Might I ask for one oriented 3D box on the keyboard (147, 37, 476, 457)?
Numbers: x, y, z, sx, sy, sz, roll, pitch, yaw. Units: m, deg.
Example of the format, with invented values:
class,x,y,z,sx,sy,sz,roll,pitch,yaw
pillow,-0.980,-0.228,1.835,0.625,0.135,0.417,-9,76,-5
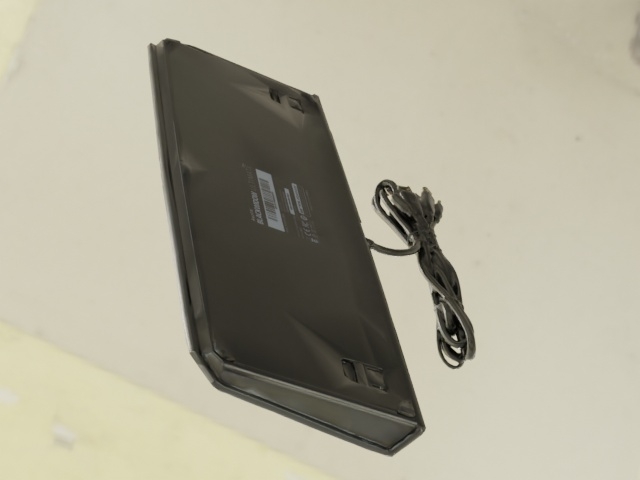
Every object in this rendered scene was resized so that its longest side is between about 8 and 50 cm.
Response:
class,x,y,z,sx,sy,sz,roll,pitch,yaw
keyboard,0.000,0.000,0.755,0.202,0.317,0.033,20,120,-24
